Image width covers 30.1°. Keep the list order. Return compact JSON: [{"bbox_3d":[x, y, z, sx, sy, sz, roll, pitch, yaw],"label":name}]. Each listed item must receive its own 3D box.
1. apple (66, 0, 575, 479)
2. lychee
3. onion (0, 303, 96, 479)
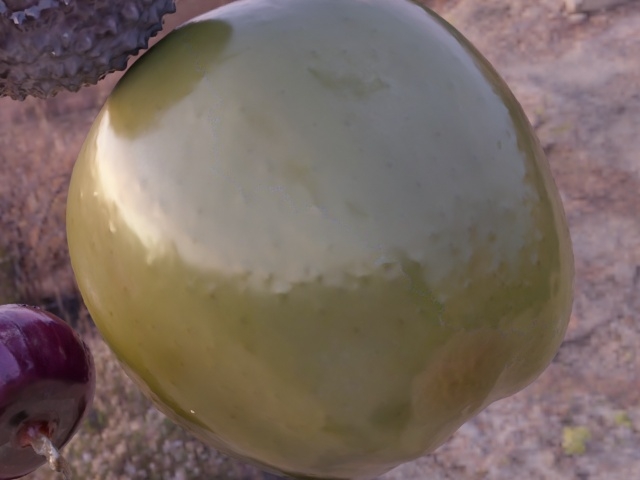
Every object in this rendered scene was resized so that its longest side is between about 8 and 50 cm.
[{"bbox_3d":[0.000,0.000,1.105,0.474,0.473,0.473,-8,23,3],"label":"apple"},{"bbox_3d":[-0.251,-0.250,1.005,0.300,0.300,0.300,-8,23,3],"label":"lychee"},{"bbox_3d":[-0.296,0.145,1.118,0.177,0.177,0.153,-20,23,-24],"label":"onion"}]
